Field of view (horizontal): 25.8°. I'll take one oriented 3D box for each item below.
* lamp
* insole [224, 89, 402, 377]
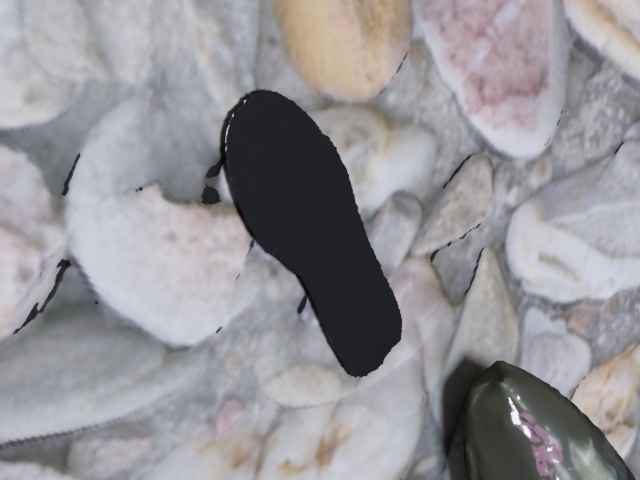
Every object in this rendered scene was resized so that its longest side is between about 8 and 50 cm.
[{"bbox_3d":[0.146,0.165,0.840,0.101,0.101,0.250,-48,127,-21],"label":"lamp"},{"bbox_3d":[0.000,0.000,0.701,0.064,0.004,0.188,-46,131,-22],"label":"insole"}]
